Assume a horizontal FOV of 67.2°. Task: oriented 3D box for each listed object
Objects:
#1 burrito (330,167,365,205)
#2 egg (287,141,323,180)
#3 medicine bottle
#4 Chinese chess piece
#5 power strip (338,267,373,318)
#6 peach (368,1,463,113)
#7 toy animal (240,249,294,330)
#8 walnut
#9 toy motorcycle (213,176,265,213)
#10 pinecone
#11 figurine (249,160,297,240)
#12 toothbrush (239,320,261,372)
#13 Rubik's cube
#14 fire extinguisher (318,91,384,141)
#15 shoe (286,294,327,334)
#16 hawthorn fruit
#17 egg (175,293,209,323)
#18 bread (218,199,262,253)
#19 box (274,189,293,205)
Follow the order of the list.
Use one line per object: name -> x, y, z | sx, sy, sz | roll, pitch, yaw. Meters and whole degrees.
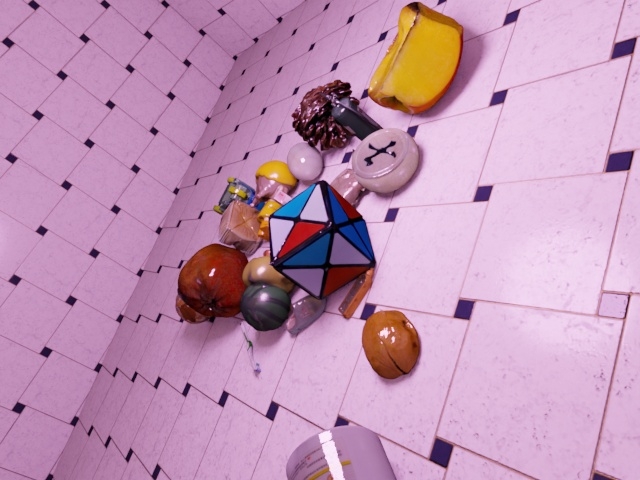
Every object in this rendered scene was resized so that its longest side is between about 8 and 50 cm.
burrito -> 0.047, -0.118, 1.752 | 0.347, 0.107, 0.175 | -53, 19, 7
egg -> -0.067, -0.337, 2.041 | 0.151, 0.151, 0.209 | -47, 29, 19
medicine bottle -> 0.058, 0.564, 1.032 | 0.238, 0.238, 0.232 | -50, 32, 15
Chinese chess piece -> 0.210, -0.265, 1.598 | 0.238, 0.092, 0.237 | -18, 53, 25
power strip -> 0.114, 0.161, 1.490 | 0.178, 0.028, 0.049 | -57, 31, 2
peach -> 0.335, -0.618, 1.638 | 0.306, 0.243, 0.380 | -120, 49, -78
toy animal -> -0.196, 0.163, 1.762 | 0.216, 0.191, 0.338 | -22, 47, 43
walnut -> 0.165, 0.264, 1.278 | 0.167, 0.087, 0.211 | -53, 32, 17
toy motorcycle -> -0.379, -0.194, 2.333 | 0.191, 0.200, 0.326 | -65, 21, -8
pinecone -> 0.034, -0.503, 1.954 | 0.298, 0.242, 0.295 | -42, 45, 24
figurine -> -0.209, -0.184, 2.098 | 0.215, 0.187, 0.343 | -31, 47, 56
toothbrush -> -0.274, 0.396, 1.831 | 0.030, 0.030, 0.304 | -53, 32, 10
Rubik's cube -> 0.000, 0.000, 1.547 | 0.250, 0.246, 0.248 | -34, 39, 20
fire extinguisher -> 0.118, -0.442, 1.733 | 0.093, 0.294, 0.118 | -56, 32, 3
shoe -> -0.062, 0.240, 1.623 | 0.195, 0.078, 0.079 | -47, 34, 24
hawthorn fruit -> -0.421, 0.154, 1.978 | 0.308, 0.308, 0.324 | -29, 53, 39
egg -> -0.542, 0.266, 2.162 | 0.233, 0.195, 0.195 | -36, 37, 11
bread -> -0.355, -0.057, 2.168 | 0.110, 0.192, 0.209 | -40, 38, 40
box -> -0.120, -0.151, 1.982 | 0.043, 0.125, 0.089 | -56, 33, 3
